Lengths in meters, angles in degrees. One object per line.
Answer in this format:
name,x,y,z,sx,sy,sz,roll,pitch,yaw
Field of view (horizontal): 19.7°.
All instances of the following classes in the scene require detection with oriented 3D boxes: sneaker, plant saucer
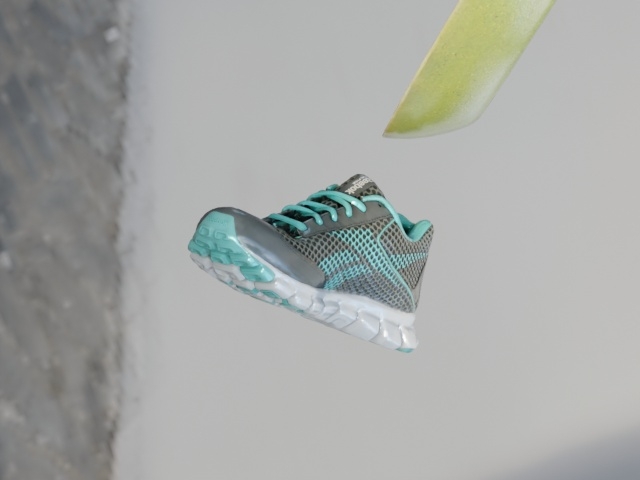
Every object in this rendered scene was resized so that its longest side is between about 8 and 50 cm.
sneaker,0.000,0.000,0.890,0.166,0.065,0.076,24,85,-55
plant saucer,0.107,-0.142,0.861,0.037,0.241,0.241,31,33,2
